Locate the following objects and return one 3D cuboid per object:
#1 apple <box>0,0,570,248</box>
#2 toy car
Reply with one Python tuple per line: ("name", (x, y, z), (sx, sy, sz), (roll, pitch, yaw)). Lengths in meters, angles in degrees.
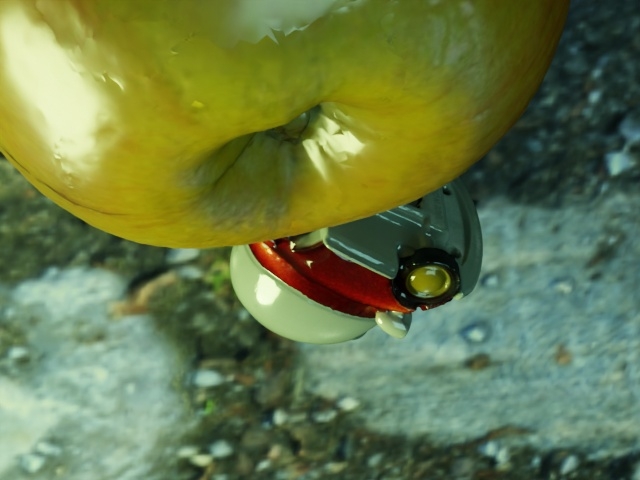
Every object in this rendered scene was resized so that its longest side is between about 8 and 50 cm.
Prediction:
("apple", (-0.032, -0.127, 0.783), (0.286, 0.233, 0.286), (-13, 153, -7))
("toy car", (0.000, 0.000, 0.997), (0.139, 0.112, 0.112), (21, 128, -22))
